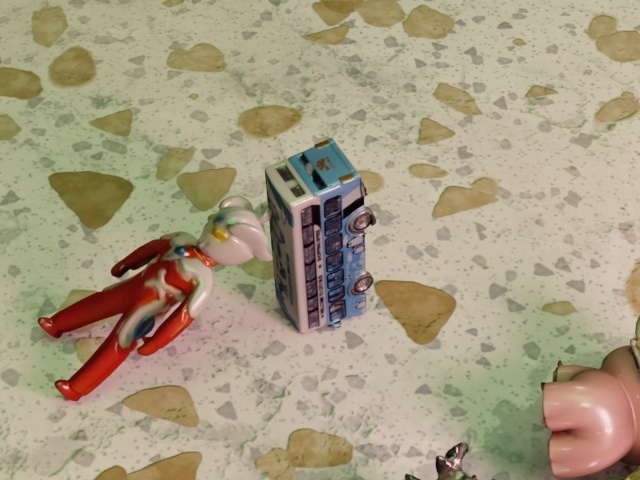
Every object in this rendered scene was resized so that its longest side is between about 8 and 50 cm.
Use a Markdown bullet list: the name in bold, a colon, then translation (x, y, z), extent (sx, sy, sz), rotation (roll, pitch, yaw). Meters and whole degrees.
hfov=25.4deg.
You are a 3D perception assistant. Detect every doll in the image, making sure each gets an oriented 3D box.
- **doll**: translation (0.446, 0.226, 1.887), extent (0.268, 0.284, 0.216), rotation (-8, 7, 21)
- **doll**: translation (-0.223, 0.067, 2.002), extent (0.384, 0.099, 0.188), rotation (-35, 48, 6)

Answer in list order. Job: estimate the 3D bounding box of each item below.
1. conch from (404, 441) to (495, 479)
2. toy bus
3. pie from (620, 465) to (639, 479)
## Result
- **conch**: translation (0.148, 0.405, 1.739), extent (0.240, 0.186, 0.313), rotation (-16, 61, 19)
- **toy bus**: translation (0.000, 0.000, 2.044), extent (0.131, 0.297, 0.106), rotation (-21, 50, -17)
- **pie**: translation (0.448, 0.371, 1.684), extent (0.339, 0.083, 0.339), rotation (-12, 30, 7)
